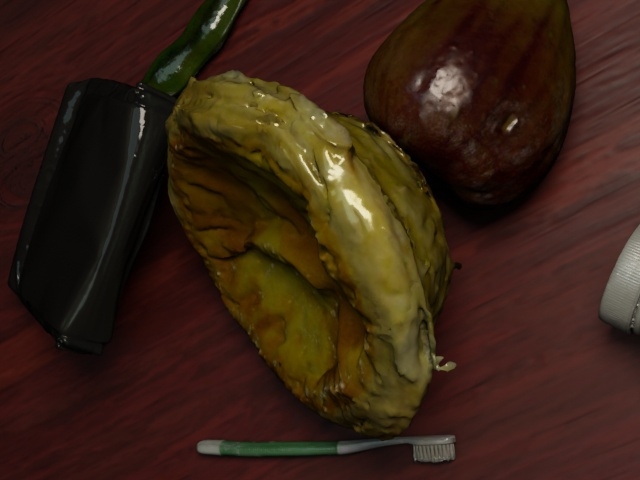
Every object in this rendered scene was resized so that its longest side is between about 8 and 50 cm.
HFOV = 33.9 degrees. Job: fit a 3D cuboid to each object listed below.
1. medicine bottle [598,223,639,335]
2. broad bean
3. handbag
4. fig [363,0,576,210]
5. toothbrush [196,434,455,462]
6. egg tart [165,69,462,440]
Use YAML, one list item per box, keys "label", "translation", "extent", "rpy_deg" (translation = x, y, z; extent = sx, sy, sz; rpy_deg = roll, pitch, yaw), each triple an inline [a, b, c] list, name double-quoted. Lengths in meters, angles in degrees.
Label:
- label: "medicine bottle"
  translation: [0.309, 0.059, 0.768]
  extent: [0.187, 0.103, 0.102]
  rpy_deg: [27, 97, 25]
- label: "broad bean"
  translation: [-0.113, -0.223, 1.033]
  extent: [0.069, 0.039, 0.226]
  rpy_deg: [30, 97, 18]
- label: "handbag"
  translation: [-0.209, -0.029, 0.992]
  extent: [0.223, 0.080, 0.246]
  rpy_deg: [23, 96, 59]
- label: "fig"
  translation: [0.142, -0.165, 0.852]
  extent: [0.274, 0.170, 0.145]
  rpy_deg: [-64, 20, -11]
- label: "toothbrush"
  translation: [0.000, 0.188, 0.951]
  extent: [0.257, 0.018, 0.024]
  rpy_deg: [-5, 90, 24]
- label: "egg tart"
  translation: [0.000, 0.000, 0.836]
  extent: [0.132, 0.341, 0.341]
  rpy_deg: [-31, 68, -22]
